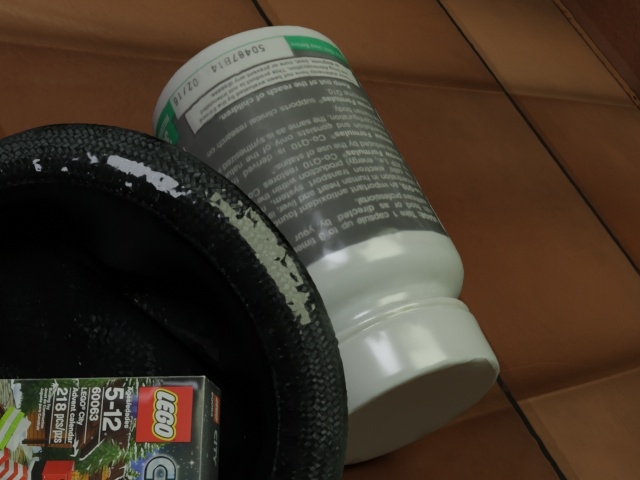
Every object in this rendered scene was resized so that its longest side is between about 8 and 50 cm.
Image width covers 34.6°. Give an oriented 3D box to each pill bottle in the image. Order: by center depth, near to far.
[{"bbox_3d":[0.000,0.000,0.920,0.204,0.204,0.361,4,49,-44],"label":"pill bottle"}]

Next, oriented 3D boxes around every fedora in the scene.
[{"bbox_3d":[-0.134,0.091,0.683,0.334,0.334,0.152,48,3,7],"label":"fedora"}]

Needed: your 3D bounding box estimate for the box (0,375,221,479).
[{"bbox_3d":[-0.139,0.191,0.548,0.044,0.159,0.233,67,21,-70],"label":"box"}]
